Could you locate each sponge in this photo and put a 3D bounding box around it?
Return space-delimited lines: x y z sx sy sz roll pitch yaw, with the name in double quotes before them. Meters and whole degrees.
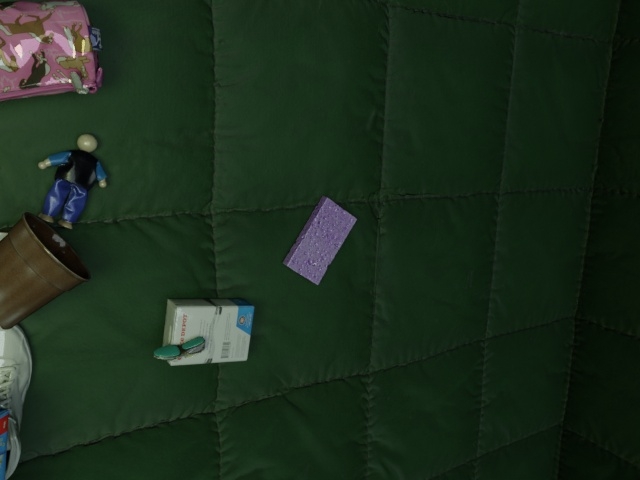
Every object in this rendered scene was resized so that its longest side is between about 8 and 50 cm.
"sponge" 0.000 0.000 1.418 0.117 0.031 0.210 35 82 -33

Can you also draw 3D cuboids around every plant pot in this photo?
"plant pot" -0.545 0.064 0.987 0.165 0.167 0.167 -41 120 -9

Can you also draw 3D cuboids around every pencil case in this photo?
"pencil case" -0.574 -0.305 0.908 0.386 0.167 0.160 -18 132 -27

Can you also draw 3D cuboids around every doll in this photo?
"doll" -0.493 -0.123 1.069 0.129 0.046 0.189 24 88 -35

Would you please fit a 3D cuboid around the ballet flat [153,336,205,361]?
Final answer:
"ballet flat" -0.307 0.246 1.183 0.114 0.041 0.041 -13 108 -27

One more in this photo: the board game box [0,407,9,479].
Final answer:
"board game box" -0.703 0.413 0.927 0.308 0.086 0.301 9 98 11

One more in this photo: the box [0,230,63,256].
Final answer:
"box" -0.578 0.025 1.062 0.136 0.028 0.081 5 99 -36

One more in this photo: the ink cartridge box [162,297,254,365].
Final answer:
"ink cartridge box" -0.264 0.211 1.270 0.191 0.082 0.139 4 99 -31

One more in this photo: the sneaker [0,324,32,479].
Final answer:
"sneaker" -0.606 0.308 1.027 0.108 0.169 0.292 0 100 -31
